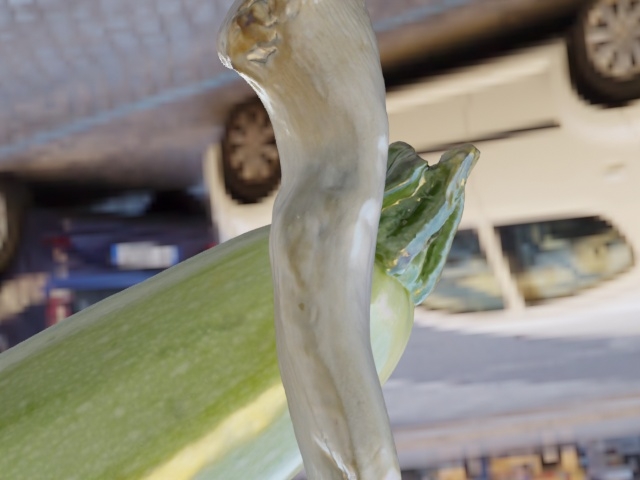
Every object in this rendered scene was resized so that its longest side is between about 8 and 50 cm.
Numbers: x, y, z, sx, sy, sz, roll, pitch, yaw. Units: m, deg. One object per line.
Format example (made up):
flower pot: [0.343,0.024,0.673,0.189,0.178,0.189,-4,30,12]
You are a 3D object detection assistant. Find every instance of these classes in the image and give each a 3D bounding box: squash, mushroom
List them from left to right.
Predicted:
squash: [-0.042,0.069,0.778,0.287,0.137,0.137,-28,169,0]
mushroom: [0.000,0.001,0.641,0.054,0.202,0.059,-5,171,-7]
